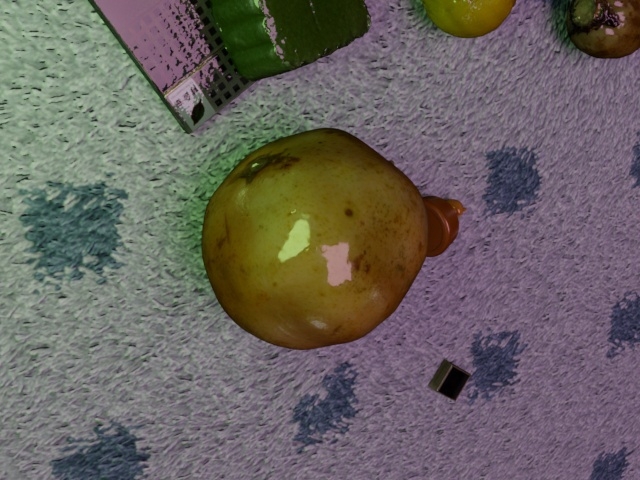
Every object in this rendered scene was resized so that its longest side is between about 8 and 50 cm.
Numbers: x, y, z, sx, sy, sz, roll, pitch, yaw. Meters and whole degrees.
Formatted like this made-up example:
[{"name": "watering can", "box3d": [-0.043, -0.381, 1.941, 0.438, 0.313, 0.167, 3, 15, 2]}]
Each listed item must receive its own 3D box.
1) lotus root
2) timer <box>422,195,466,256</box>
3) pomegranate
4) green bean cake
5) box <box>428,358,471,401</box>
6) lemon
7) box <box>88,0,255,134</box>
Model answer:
[{"name": "lotus root", "box3d": [0.656, -0.495, 1.689, 0.314, 0.141, 0.169, 1, 109, -40]}, {"name": "timer", "box3d": [0.265, -0.050, 1.638, 0.152, 0.132, 0.132, -28, 120, -43]}, {"name": "pomegranate", "box3d": [0.000, 0.000, 1.330, 0.416, 0.416, 0.417, -10, 111, -27]}, {"name": "green bean cake", "box3d": [-0.061, -0.423, 1.266, 0.247, 0.156, 0.250, -36, 114, -34]}, {"name": "box", "box3d": [0.319, 0.345, 1.835, 0.083, 0.035, 0.079, 31, 90, -33]}, {"name": "lemon", "box3d": [0.294, -0.483, 1.464, 0.206, 0.173, 0.173, 7, 103, -27]}, {"name": "box", "box3d": [-0.250, -0.363, 1.264, 0.180, 0.047, 0.325, -41, 121, -12]}]
